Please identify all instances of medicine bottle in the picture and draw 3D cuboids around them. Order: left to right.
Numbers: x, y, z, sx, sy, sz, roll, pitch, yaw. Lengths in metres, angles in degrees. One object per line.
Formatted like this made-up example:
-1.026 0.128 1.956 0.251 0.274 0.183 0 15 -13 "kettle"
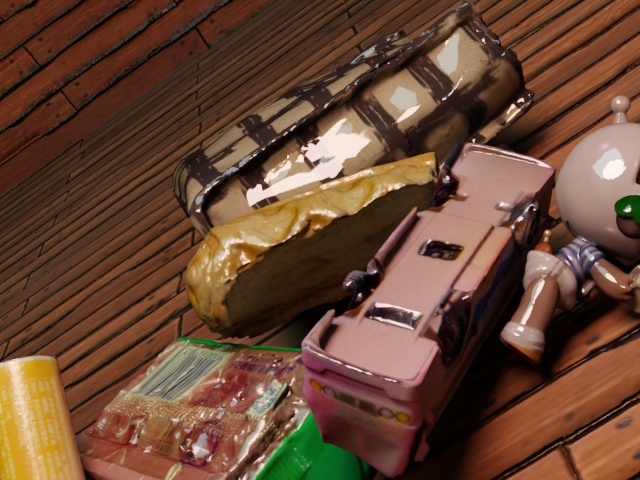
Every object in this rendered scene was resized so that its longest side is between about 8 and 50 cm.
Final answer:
-0.201 0.196 0.797 0.074 0.218 0.074 -16 -18 -5 "medicine bottle"

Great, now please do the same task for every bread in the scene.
0.000 0.000 0.885 0.232 0.128 0.088 -24 63 -4 "bread"

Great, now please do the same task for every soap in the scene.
-0.082 0.155 0.846 0.218 0.098 0.273 -48 24 -25 "soap"

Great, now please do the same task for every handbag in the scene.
0.014 -0.092 1.097 0.327 0.162 0.325 -38 13 -3 "handbag"

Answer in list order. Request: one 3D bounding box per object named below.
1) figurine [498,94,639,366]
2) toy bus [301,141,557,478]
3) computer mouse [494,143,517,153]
0.195 -0.001 0.741 0.147 0.093 0.197 61 -127 -82 "figurine"
0.084 0.038 0.758 0.090 0.112 0.274 18 41 22 "toy bus"
0.127 -0.030 0.970 0.135 0.047 0.079 -38 6 11 "computer mouse"
